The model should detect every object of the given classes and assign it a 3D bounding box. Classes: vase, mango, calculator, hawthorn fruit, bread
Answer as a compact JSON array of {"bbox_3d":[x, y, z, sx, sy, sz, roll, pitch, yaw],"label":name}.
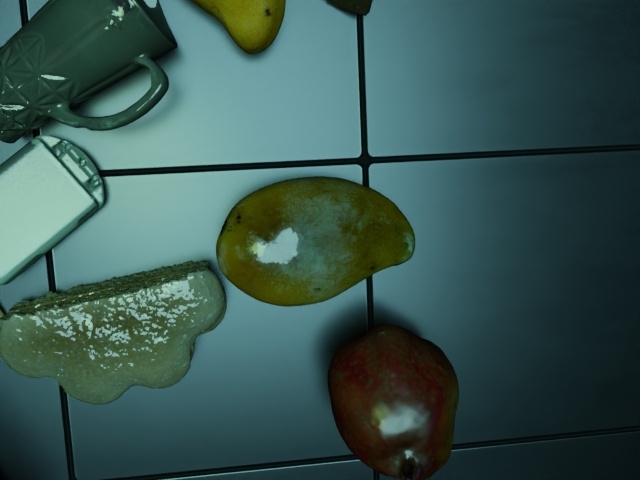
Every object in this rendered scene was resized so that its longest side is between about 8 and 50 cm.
[{"bbox_3d":[-0.344,-0.252,0.923,0.300,0.156,0.251,-34,81,5],"label":"vase"},{"bbox_3d":[-0.141,-0.396,0.940,0.157,0.109,0.262,-29,113,20],"label":"mango"},{"bbox_3d":[-0.438,-0.044,0.973,0.246,0.045,0.141,-42,102,-8],"label":"calculator"},{"bbox_3d":[0.109,0.257,0.987,0.207,0.248,0.208,-2,133,-2],"label":"hawthorn fruit"},{"bbox_3d":[0.000,0.000,1.000,0.316,0.146,0.193,-6,102,-16],"label":"mango"},{"bbox_3d":[-0.302,0.148,1.001,0.337,0.102,0.183,-14,99,-4],"label":"bread"}]

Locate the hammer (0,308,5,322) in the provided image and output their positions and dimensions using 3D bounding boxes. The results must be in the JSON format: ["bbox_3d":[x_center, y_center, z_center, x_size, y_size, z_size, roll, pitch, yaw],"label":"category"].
[{"bbox_3d":[-0.522,0.079,1.004,0.060,0.028,0.195,-27,101,2],"label":"hammer"}]

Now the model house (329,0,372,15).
[{"bbox_3d":[0.043,-0.457,0.969,0.203,0.141,0.164,37,71,-30],"label":"model house"}]
